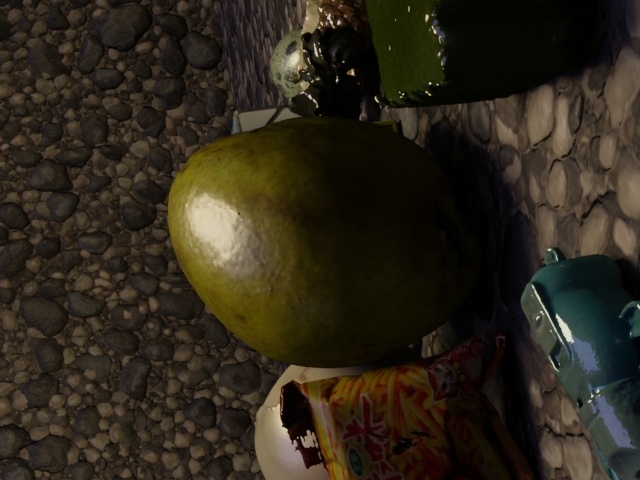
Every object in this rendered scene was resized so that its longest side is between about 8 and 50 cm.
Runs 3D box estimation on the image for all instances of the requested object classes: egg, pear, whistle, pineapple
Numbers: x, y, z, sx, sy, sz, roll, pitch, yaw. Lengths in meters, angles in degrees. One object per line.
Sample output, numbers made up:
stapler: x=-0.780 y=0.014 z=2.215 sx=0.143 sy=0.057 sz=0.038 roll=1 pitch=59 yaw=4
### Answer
egg: x=-0.023 y=-0.324 z=1.697 sx=0.172 sy=0.132 sz=0.132 roll=120 pitch=141 yaw=-63
pear: x=0.000 y=0.000 z=1.203 sx=0.413 sy=0.352 sz=0.352 roll=19 pitch=124 yaw=33
whistle: x=0.248 y=0.116 z=0.779 sx=0.186 sy=0.093 sz=0.274 roll=98 pitch=157 yaw=-53
pineapple: x=0.029 y=-0.268 z=1.325 sx=0.237 sy=0.119 sz=0.111 roll=-68 pitch=-29 yaw=-18

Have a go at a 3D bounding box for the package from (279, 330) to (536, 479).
package: x=0.110 y=0.247 z=1.127 sx=0.108 sy=0.288 sz=0.224 roll=-6 pitch=-100 yaw=-75

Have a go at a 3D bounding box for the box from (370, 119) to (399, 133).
box: x=0.019 y=-0.096 z=1.418 sx=0.064 sy=0.219 sz=0.141 roll=113 pitch=146 yaw=-81

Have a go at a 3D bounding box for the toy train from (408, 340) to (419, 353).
toy train: x=0.127 y=0.214 z=1.527 sx=0.052 sy=0.051 sz=0.234 roll=-117 pitch=21 yaw=-47

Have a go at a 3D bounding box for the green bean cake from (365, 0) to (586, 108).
green bean cake: x=0.135 y=-0.262 z=0.899 sx=0.247 sy=0.156 sz=0.250 roll=-179 pitch=81 yaw=-80

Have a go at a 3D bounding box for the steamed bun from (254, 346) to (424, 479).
steamed bun: x=0.078 y=0.295 z=1.309 sx=0.309 sy=0.309 sz=0.310 roll=172 pitch=90 yaw=-79

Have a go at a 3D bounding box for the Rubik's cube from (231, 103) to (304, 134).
Rubik's cube: x=-0.059 y=-0.134 z=1.825 sx=0.205 sy=0.207 sz=0.205 roll=106 pitch=154 yaw=-66

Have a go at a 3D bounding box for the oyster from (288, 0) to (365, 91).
oyster: x=0.035 y=-0.336 z=1.538 sx=0.201 sy=0.107 sz=0.355 roll=33 pitch=120 yaw=49
